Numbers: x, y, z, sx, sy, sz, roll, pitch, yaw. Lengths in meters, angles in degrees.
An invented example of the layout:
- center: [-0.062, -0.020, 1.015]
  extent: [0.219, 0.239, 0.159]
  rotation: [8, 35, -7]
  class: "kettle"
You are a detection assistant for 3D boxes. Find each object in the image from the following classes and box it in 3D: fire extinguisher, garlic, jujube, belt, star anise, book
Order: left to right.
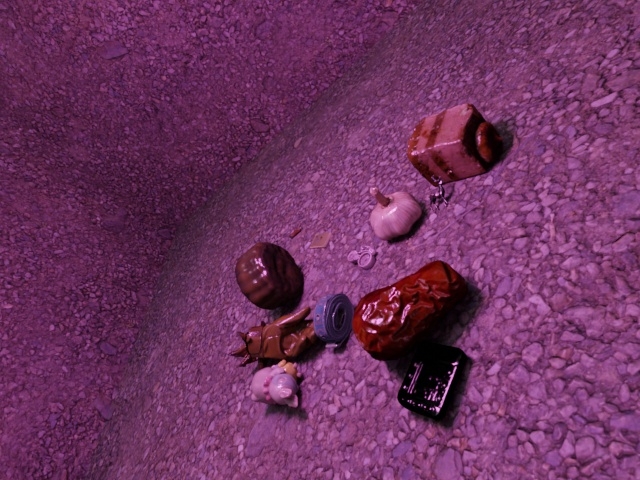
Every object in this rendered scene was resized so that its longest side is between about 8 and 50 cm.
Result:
- center: [-0.228, 0.431, 1.751]
  extent: [0.271, 0.103, 0.272]
  rotation: [-11, 33, 7]
  class: "star anise"
- center: [-0.124, -0.044, 2.223]
  extent: [0.083, 0.028, 0.022]
  rotation: [-41, -2, 20]
  class: "fire extinguisher"
- center: [0.000, 0.000, 2.008]
  extent: [0.111, 0.014, 0.077]
  rotation: [-7, 51, 52]
  class: "book"
- center: [0.042, 0.265, 1.518]
  extent: [0.082, 0.148, 0.163]
  rotation: [-19, 20, 49]
  class: "belt"
- center: [0.234, -0.118, 1.590]
  extent: [0.199, 0.226, 0.199]
  rotation: [-30, 40, 29]
  class: "garlic"
- center: [0.251, 0.192, 1.249]
  extent: [0.342, 0.216, 0.216]
  rotation: [-34, 30, 3]
  class: "jujube"

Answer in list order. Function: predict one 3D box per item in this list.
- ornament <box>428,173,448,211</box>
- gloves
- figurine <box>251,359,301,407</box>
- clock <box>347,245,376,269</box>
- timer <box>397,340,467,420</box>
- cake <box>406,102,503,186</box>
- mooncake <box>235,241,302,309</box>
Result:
- center: [0.406, -0.171, 1.542]
  extent: [0.073, 0.028, 0.125]
  rotation: [-23, 73, 42]
  class: "ornament"
- center: [-0.113, 0.352, 1.625]
  extent: [0.331, 0.141, 0.154]
  rotation: [-13, 42, 12]
  class: "gloves"
- center: [-0.129, 0.498, 1.518]
  extent: [0.155, 0.127, 0.235]
  rotation: [-33, 12, -40]
  class: "figurine"
- center: [0.159, 0.062, 1.680]
  extent: [0.129, 0.041, 0.087]
  rotation: [12, 71, 53]
  class: "clock"
- center: [0.290, 0.361, 1.144]
  extent: [0.144, 0.055, 0.187]
  rotation: [-1, 52, 53]
  class: "timer"
- center: [0.473, -0.332, 1.522]
  extent: [0.293, 0.198, 0.196]
  rotation: [-8, 48, 50]
  class: "cake"
- center: [-0.215, 0.144, 1.874]
  extent: [0.161, 0.290, 0.290]
  rotation: [-33, 33, 26]
  class: "mooncake"
